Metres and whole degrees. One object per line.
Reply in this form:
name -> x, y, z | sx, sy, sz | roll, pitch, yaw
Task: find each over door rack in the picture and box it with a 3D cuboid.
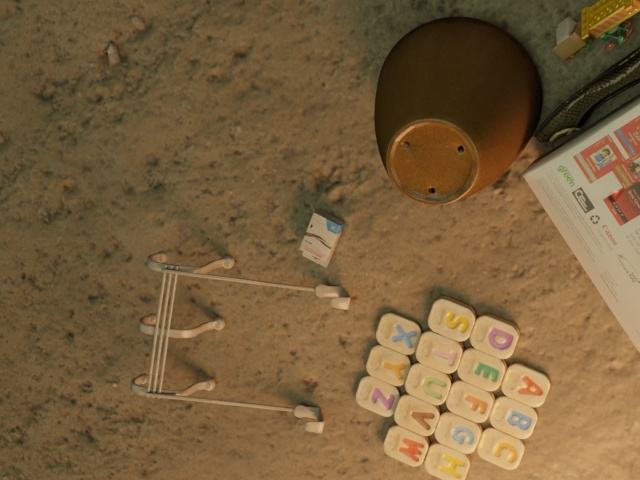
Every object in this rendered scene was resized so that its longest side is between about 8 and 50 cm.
over door rack -> -0.128, 0.157, 1.829 | 0.324, 0.108, 0.239 | 11, 108, 3

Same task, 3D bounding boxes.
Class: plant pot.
plant pot -> 0.167, -0.152, 1.523 | 0.237, 0.254, 0.237 | 6, 116, 13

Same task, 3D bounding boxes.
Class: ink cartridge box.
ink cartridge box -> 0.000, 0.000, 1.772 | 0.048, 0.028, 0.083 | 26, 111, 13
ink cartridge box -> 0.474, -0.041, 1.528 | 0.272, 0.130, 0.309 | -33, 91, 23

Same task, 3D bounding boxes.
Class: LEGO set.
LEGO set -> 0.433, -0.331, 1.494 | 0.107, 0.132, 0.287 | 18, 119, -25

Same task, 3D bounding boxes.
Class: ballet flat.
ballet flat -> 0.400, -0.205, 1.547 | 0.250, 0.084, 0.058 | -38, 87, 18

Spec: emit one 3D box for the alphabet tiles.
alphabet tiles -> 0.198, 0.233, 1.760 | 0.278, 0.021, 0.284 | 22, 109, 14
